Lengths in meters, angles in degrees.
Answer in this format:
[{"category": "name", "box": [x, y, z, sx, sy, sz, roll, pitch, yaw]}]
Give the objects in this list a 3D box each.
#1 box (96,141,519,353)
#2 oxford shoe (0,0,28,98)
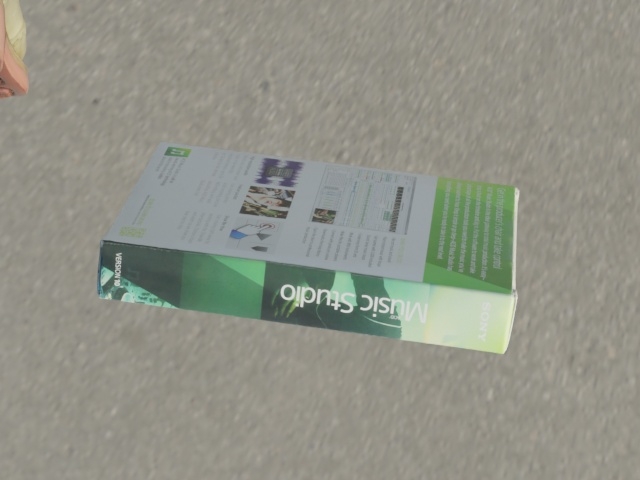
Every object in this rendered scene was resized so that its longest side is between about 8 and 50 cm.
[{"category": "box", "box": [0.000, 0.000, 1.421, 0.322, 0.232, 0.058, 7, 114, 5]}, {"category": "oxford shoe", "box": [-0.213, -0.150, 0.952, 0.123, 0.348, 0.130, 5, 88, -15]}]
